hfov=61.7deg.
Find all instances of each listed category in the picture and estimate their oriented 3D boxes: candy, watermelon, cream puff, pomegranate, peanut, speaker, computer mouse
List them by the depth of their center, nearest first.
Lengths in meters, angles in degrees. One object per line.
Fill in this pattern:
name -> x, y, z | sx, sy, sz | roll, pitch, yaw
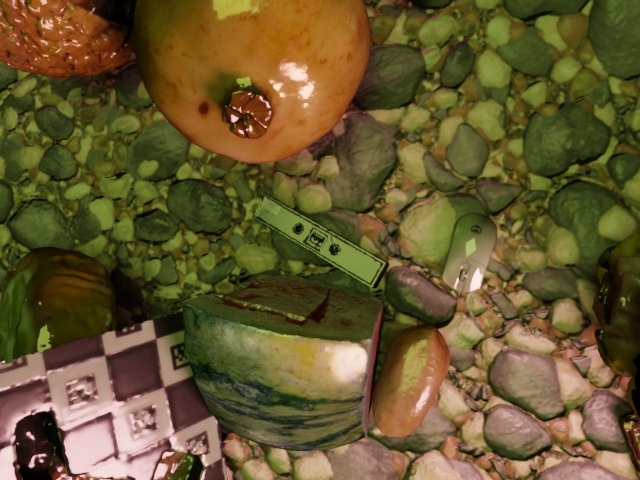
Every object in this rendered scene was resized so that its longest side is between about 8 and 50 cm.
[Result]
pomegranate -> -0.088, -0.248, 0.661 | 0.307, 0.307, 0.308 | -1, 84, 13
peanut -> 0.111, 0.174, 0.667 | 0.076, 0.076, 0.152 | 22, 96, 14
computer mouse -> 0.190, 0.018, 0.685 | 0.055, 0.032, 0.110 | 16, 89, 15
watermelon -> -0.034, 0.147, 0.688 | 0.212, 0.201, 0.262 | 9, 130, 13
cream puff -> -0.336, -0.374, 0.695 | 0.231, 0.343, 0.327 | 21, 65, 5
candy -> -0.371, 0.137, 0.719 | 0.259, 0.118, 0.260 | -20, 62, 42
speaker -> 0.000, 0.000, 0.725 | 0.191, 0.046, 0.040 | 31, 91, 14

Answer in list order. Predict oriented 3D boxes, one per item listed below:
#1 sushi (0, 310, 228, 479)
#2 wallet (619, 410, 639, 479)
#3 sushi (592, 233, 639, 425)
sushi -> -0.274, 0.285, 0.620 | 0.064, 0.343, 0.360 | 2, 102, 47
wallet -> 0.418, 0.277, 0.609 | 0.095, 0.026, 0.176 | -19, 80, 14
sushi -> 0.448, 0.110, 0.499 | 0.327, 0.285, 0.329 | -31, 94, 7
